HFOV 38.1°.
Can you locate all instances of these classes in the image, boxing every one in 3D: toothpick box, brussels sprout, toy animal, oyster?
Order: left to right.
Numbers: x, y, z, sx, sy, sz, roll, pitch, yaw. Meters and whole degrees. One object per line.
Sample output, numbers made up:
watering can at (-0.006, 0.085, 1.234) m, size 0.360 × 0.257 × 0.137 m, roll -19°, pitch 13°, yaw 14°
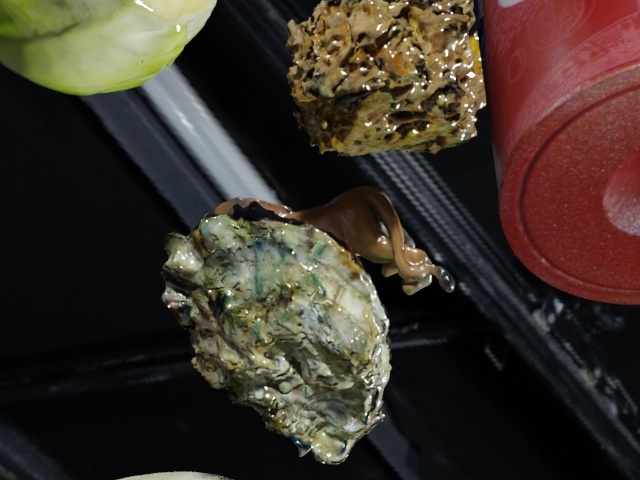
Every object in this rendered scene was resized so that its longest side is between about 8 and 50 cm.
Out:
brussels sprout at (-0.210, -0.258, 0.778) m, size 0.294 × 0.227 × 0.260 m, roll 25°, pitch -32°, yaw 34°
oyster at (-0.035, 0.088, 0.843) m, size 0.198 × 0.092 × 0.260 m, roll -12°, pitch -61°, yaw 28°
toy animal at (0.000, 0.000, 1.081) m, size 0.312 × 0.097 × 0.158 m, roll -14°, pitch -65°, yaw 34°
toothpick box at (0.215, -0.143, 0.671) m, size 0.204 × 0.333 × 0.204 m, roll 2°, pitch -46°, yaw 2°

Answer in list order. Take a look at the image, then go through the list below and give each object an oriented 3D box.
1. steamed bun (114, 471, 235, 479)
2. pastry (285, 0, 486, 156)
steamed bun at (-0.124, 0.438, 0.954) m, size 0.455 × 0.289 × 0.372 m, roll 13°, pitch -67°, yaw 56°
pastry at (0.091, -0.183, 0.981) m, size 0.275 × 0.274 × 0.193 m, roll -28°, pitch -94°, yaw 46°
